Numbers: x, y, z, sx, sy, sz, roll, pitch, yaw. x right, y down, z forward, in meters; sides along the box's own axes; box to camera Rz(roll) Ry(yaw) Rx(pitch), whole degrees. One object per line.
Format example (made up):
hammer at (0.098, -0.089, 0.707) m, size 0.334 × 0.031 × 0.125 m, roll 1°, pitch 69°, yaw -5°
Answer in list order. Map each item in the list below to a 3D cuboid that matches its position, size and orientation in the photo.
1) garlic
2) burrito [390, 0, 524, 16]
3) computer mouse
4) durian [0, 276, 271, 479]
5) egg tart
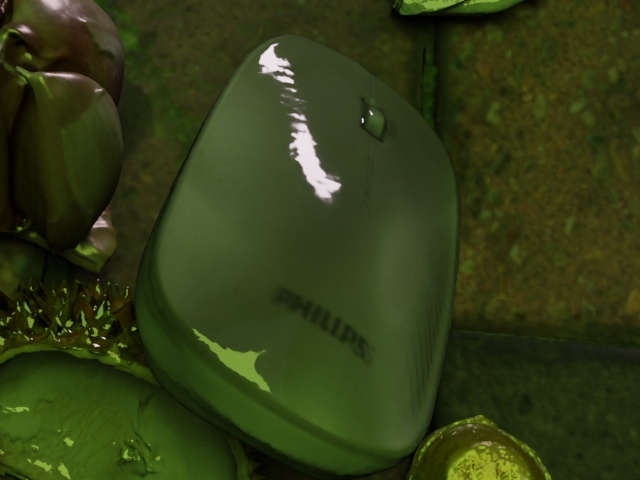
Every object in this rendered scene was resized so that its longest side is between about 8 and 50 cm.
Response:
garlic at (-0.225, -0.081, 0.879) m, size 0.214 × 0.191 × 0.160 m, roll 2°, pitch 45°, yaw 4°
burrito at (0.111, -0.192, 1.022) m, size 0.118 × 0.044 × 0.074 m, roll 3°, pitch 73°, yaw -5°
computer mouse at (0.004, -0.004, 0.851) m, size 0.197 × 0.095 × 0.331 m, roll 32°, pitch 43°, yaw -18°
durian at (-0.135, 0.098, 0.856) m, size 0.252 × 0.144 × 0.139 m, roll 16°, pitch 91°, yaw -8°
egg tart at (0.105, 0.162, 0.898) m, size 0.105 × 0.039 × 0.105 m, roll 2°, pitch 71°, yaw -6°
